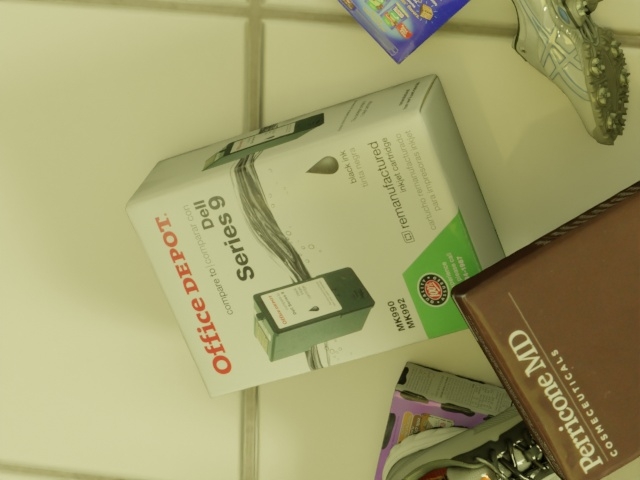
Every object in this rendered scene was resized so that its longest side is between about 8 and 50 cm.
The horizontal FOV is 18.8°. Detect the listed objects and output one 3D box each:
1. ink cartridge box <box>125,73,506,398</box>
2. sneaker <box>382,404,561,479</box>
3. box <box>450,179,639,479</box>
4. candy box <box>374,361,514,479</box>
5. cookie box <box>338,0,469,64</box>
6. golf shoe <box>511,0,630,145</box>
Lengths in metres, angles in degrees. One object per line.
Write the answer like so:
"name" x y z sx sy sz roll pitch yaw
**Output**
"ink cartridge box" 0.000 0.000 1.746 0.289 0.121 0.211 -17 107 18
"sneaker" 0.175 0.194 1.719 0.272 0.108 0.100 -27 99 17
"box" 0.318 0.028 1.600 0.381 0.143 0.191 -31 90 2
"candy box" 0.153 0.224 1.831 0.196 0.070 0.164 15 113 6
"cookie box" 0.079 -0.223 1.686 0.107 0.040 0.092 -40 98 23
"golf shoe" 0.212 -0.164 1.680 0.086 0.069 0.176 -9 107 36
